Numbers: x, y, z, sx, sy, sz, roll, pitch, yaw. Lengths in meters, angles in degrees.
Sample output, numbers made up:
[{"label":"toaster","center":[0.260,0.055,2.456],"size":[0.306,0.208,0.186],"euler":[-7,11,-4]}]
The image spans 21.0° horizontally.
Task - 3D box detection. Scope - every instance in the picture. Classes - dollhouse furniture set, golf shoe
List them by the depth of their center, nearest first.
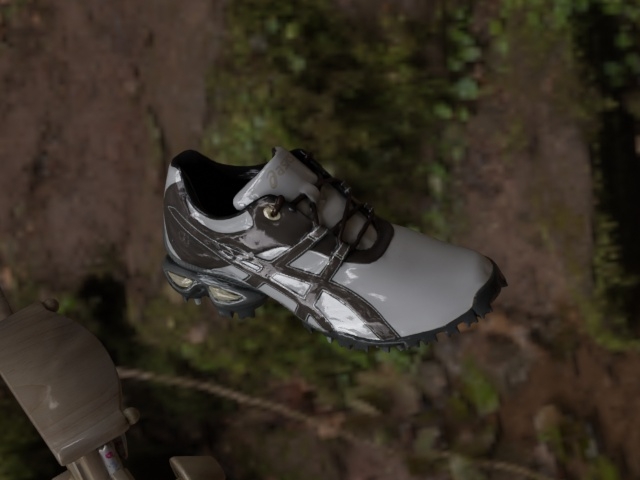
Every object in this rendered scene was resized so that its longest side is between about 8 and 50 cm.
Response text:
[{"label":"golf shoe","center":[0.000,0.000,0.921],"size":[0.198,0.077,0.094],"euler":[7,129,20]},{"label":"dollhouse furniture set","center":[-0.091,0.178,1.266],"size":[0.355,0.174,0.303],"euler":[48,161,38]}]
